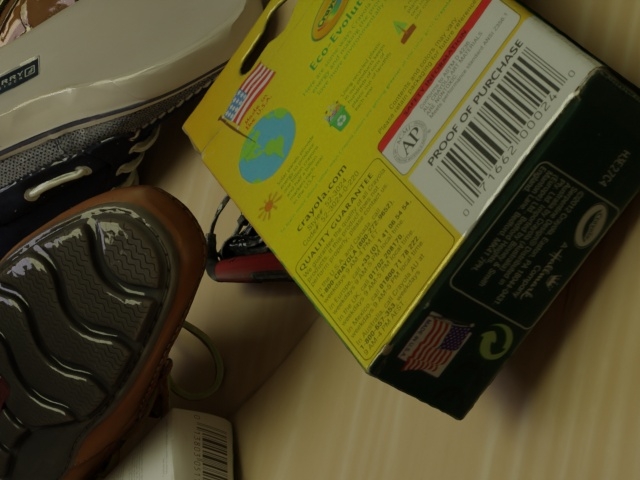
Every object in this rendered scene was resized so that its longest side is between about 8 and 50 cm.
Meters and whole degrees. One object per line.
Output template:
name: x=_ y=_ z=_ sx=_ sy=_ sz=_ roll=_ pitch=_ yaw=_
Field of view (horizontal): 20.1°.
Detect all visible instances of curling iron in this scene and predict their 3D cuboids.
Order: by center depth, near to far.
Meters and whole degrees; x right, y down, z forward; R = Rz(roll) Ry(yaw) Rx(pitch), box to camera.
curling iron: x=0.000 y=0.000 z=1.169 sx=0.274 sy=0.035 sz=0.068 roll=2 pitch=77 yaw=57

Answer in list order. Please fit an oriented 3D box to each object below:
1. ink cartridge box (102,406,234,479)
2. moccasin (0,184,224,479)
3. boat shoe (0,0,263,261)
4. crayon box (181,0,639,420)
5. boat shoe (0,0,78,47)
ink cartridge box: x=-0.134 y=0.245 z=1.229 sx=0.224 sy=0.056 sz=0.181 roll=-48 pitch=33 yaw=38
moccasin: x=-0.162 y=0.091 z=1.250 sx=0.139 sy=0.147 sz=0.380 roll=43 pitch=136 yaw=17
boat shoe: x=-0.172 y=-0.090 z=1.417 sx=0.341 sy=0.158 sz=0.127 roll=-19 pitch=45 yaw=20
crayon box: x=0.049 y=-0.067 z=1.055 sx=0.202 sy=0.081 sz=0.318 roll=-53 pitch=36 yaw=11
boat shoe: x=-0.196 y=-0.193 z=1.492 sx=0.307 sy=0.111 sz=0.104 roll=-64 pitch=33 yaw=15
